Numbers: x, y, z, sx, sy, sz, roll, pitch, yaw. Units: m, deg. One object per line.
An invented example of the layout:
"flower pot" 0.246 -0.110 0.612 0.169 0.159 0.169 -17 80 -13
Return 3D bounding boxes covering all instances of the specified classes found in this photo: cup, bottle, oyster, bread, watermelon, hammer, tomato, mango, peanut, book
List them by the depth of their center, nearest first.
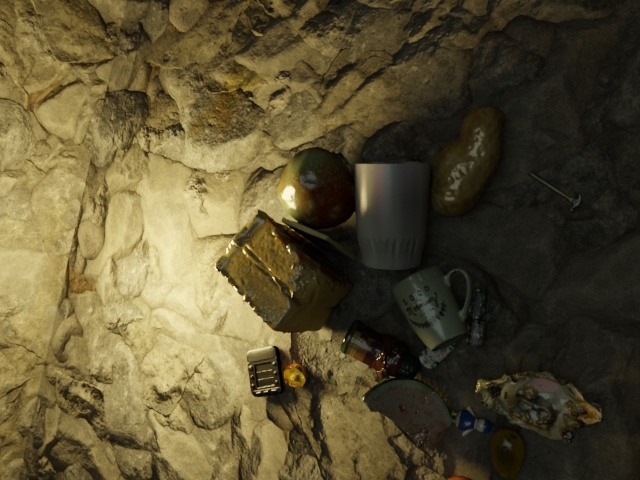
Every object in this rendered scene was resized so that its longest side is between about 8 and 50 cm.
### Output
"oyster" 0.663 0.483 1.608 0.354 0.107 0.201 18 114 16
"mango" 0.586 0.670 1.638 0.103 0.076 0.161 0 94 21
"hammer" 0.741 -0.166 1.655 0.182 0.017 0.062 43 105 25
"cup" 0.392 0.207 1.693 0.258 0.186 0.234 -39 63 25
"peanut" 0.480 -0.259 1.713 0.192 0.169 0.387 29 96 16
"watermelon" 0.265 0.549 1.721 0.305 0.180 0.224 35 120 -9
"cup" 0.238 -0.101 1.765 0.253 0.253 0.372 5 100 28
"bottle" 0.209 0.393 1.807 0.271 0.143 0.156 27 80 13
"book" 0.000 0.000 1.874 0.201 0.289 0.026 22 84 27
"tomato" -0.014 -0.176 1.879 0.239 0.303 0.303 -39 64 -21
"bread" -0.126 0.123 1.889 0.279 0.390 0.371 -49 65 7

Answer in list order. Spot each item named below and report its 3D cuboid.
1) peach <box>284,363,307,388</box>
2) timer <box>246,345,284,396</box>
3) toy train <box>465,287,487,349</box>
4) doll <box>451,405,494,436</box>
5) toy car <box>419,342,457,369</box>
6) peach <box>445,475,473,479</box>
"peach" -0.090 0.515 2.009 0.098 0.061 0.098 10 113 24
"timer" -0.217 0.521 2.081 0.144 0.055 0.187 -15 75 24
"toy train" 0.511 0.253 1.709 0.060 0.081 0.202 4 95 29
"doll" 0.493 0.592 1.702 0.142 0.057 0.099 7 69 26
"toy car" 0.398 0.373 1.769 0.142 0.055 0.069 -45 68 2
"peach" 0.434 0.863 1.616 0.252 0.252 0.253 -2 85 27
